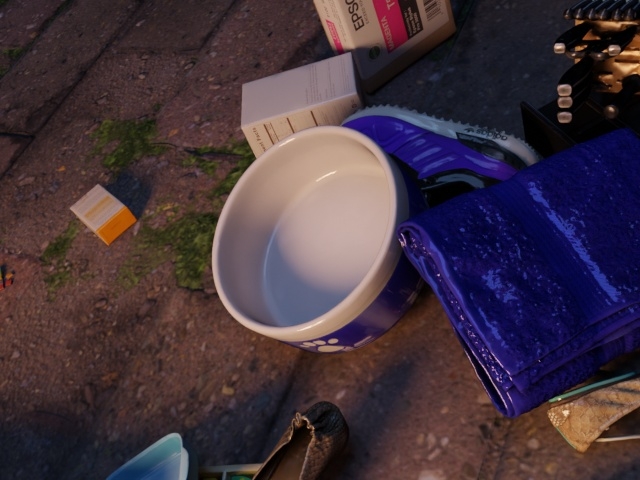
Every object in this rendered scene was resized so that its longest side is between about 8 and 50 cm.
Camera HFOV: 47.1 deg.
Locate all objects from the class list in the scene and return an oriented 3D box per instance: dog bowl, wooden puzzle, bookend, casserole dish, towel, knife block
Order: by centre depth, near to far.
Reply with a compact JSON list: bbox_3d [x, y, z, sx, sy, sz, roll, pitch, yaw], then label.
[{"bbox_3d":[0.261,0.015,0.756,0.308,0.076,0.228,-23,70,-16],"label":"towel"},{"bbox_3d":[-0.189,0.287,0.792,0.188,0.037,0.114,-38,35,25],"label":"casserole dish"},{"bbox_3d":[0.000,0.000,0.892,0.265,0.104,0.265,-16,60,29],"label":"dog bowl"},{"bbox_3d":[0.381,-0.232,0.935,0.088,0.275,0.242,14,85,34],"label":"knife block"},{"bbox_3d":[0.368,-0.148,0.936,0.157,0.072,0.156,-29,47,-2],"label":"bookend"},{"bbox_3d":[-0.533,0.070,1.179,0.083,0.006,0.049,-28,47,-1],"label":"wooden puzzle"}]

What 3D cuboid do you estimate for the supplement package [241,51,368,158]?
[{"bbox_3d":[-0.020,-0.192,1.114,0.179,0.105,0.105,-13,49,12],"label":"supplement package"}]

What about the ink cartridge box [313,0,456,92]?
[{"bbox_3d":[0.094,-0.379,1.133,0.193,0.235,0.088,-38,47,-9],"label":"ink cartridge box"}]

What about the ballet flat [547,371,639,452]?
[{"bbox_3d":[0.328,0.152,0.719,0.206,0.073,0.067,-24,74,7],"label":"ballet flat"}]

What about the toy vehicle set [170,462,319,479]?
[{"bbox_3d":[-0.092,0.358,0.732,0.166,0.035,0.267,-9,49,16],"label":"toy vehicle set"}]

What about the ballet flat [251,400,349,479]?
[{"bbox_3d":[-0.053,0.265,0.728,0.084,0.058,0.250,20,62,35],"label":"ballet flat"}]

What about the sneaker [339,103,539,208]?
[{"bbox_3d":[0.123,-0.086,0.968,0.293,0.102,0.146,15,60,32],"label":"sneaker"}]

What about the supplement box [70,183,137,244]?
[{"bbox_3d":[-0.347,-0.042,1.174,0.062,0.036,0.098,-44,49,-15],"label":"supplement box"}]
